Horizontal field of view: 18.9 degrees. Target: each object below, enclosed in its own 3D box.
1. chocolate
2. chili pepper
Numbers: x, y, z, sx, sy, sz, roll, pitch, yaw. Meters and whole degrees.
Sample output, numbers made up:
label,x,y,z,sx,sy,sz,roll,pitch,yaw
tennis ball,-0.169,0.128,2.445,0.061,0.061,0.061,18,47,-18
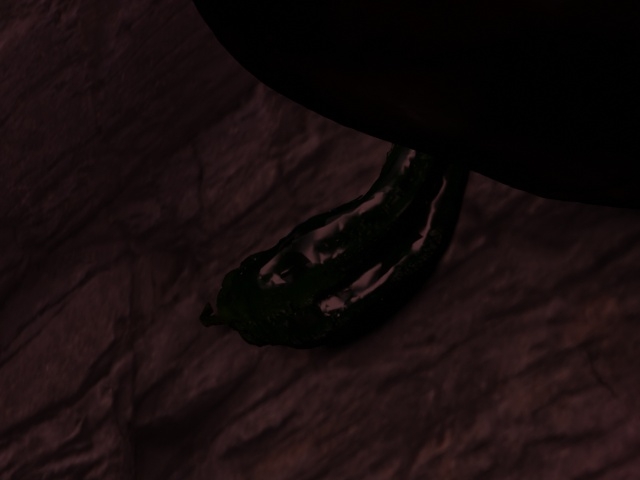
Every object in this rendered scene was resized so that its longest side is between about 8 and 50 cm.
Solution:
label,x,y,z,sx,sy,sz,roll,pitch,yaw
chocolate,0.082,-0.213,0.919,0.383,0.331,0.384,-28,54,48
chili pepper,0.000,0.000,1.167,0.279,0.065,0.122,-44,36,32
